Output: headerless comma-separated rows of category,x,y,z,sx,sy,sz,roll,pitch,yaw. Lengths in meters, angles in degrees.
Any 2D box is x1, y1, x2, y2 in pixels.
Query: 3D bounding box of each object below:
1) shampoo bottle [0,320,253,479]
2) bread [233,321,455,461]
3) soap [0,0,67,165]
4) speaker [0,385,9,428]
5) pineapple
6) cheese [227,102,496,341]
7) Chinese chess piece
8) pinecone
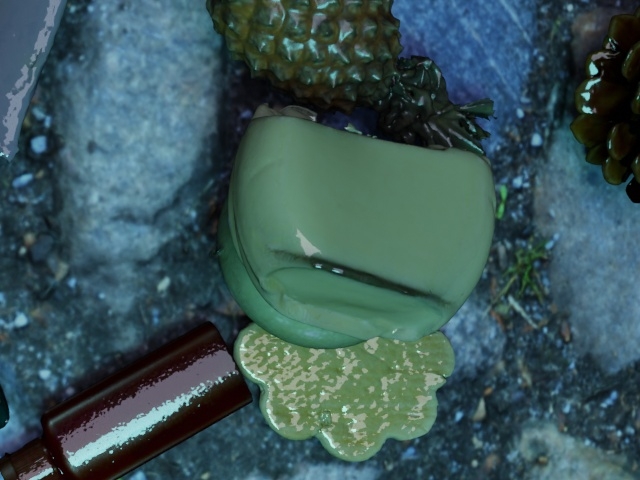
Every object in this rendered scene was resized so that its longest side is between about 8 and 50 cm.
shampoo bottle,-0.206,0.190,1.087,0.260,0.064,0.102,-29,97,-14
bread,0.021,0.147,1.162,0.251,0.039,0.181,22,84,-14
soap,-0.394,-0.251,0.986,0.296,0.107,0.285,23,84,-30
speaker,-0.365,0.159,1.058,0.075,0.060,0.094,-19,59,-14
pineapple,0.046,-0.180,1.122,0.361,0.175,0.175,42,79,-25
cheese,0.040,-0.031,1.012,0.266,0.127,0.233,15,66,-18
Chinese chess piece,0.000,0.000,1.105,0.238,0.092,0.237,6,73,-19
pinecone,0.433,-0.143,1.175,0.264,0.264,0.264,0,89,-15
